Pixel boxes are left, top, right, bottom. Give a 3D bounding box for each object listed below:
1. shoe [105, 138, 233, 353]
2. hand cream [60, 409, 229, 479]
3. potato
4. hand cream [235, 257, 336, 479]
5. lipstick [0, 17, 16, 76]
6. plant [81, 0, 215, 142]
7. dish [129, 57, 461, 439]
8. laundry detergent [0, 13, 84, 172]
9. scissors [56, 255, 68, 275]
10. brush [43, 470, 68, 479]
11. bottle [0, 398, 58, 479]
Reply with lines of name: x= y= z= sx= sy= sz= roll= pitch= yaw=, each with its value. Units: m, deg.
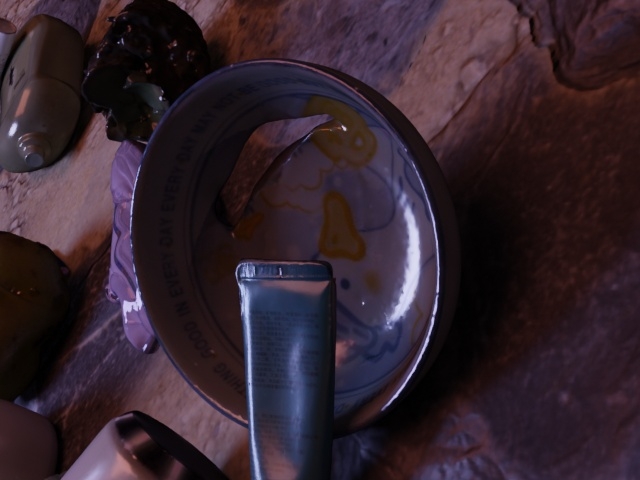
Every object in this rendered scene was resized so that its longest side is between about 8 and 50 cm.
shoe: x=-0.164 y=0.000 z=1.135 sx=0.137 sy=0.095 sz=0.245 roll=-50 pitch=40 yaw=10
hand cream: x=-0.210 y=0.302 z=0.922 sx=0.359 sy=0.185 sz=0.118 roll=-54 pitch=-7 yaw=6
potato: x=-0.374 y=0.087 z=1.313 sx=0.154 sy=0.137 sz=0.200 roll=12 pitch=74 yaw=56
hand cream: x=-0.024 y=0.125 z=0.812 sx=0.083 sy=0.048 sz=0.224 roll=1 pitch=94 yaw=33
lipstick: x=-0.460 y=-0.241 z=1.615 sx=0.141 sy=0.040 sz=0.040 roll=-60 pitch=28 yaw=32
plant: x=-0.191 y=-0.181 z=1.268 sx=0.131 sy=0.142 sz=0.203 roll=-48 pitch=29 yaw=29
dish: x=0.000 y=0.000 z=0.872 sx=0.273 sy=0.134 sz=0.273 roll=6 pitch=102 yaw=32
laundry detergent: x=-0.389 y=-0.185 z=1.589 sx=0.181 sy=0.091 sz=0.253 roll=-48 pitch=34 yaw=29
scissors: x=-0.330 y=0.032 z=1.411 sx=0.039 sy=0.012 sz=0.113 roll=-58 pitch=32 yaw=3
brush: x=-0.266 y=0.241 z=0.957 sx=0.085 sy=0.020 sz=0.336 roll=-49 pitch=-6 yaw=5
bottle: x=-0.395 y=0.206 z=1.154 sx=0.147 sy=0.236 sz=0.147 roll=-33 pitch=42 yaw=35
